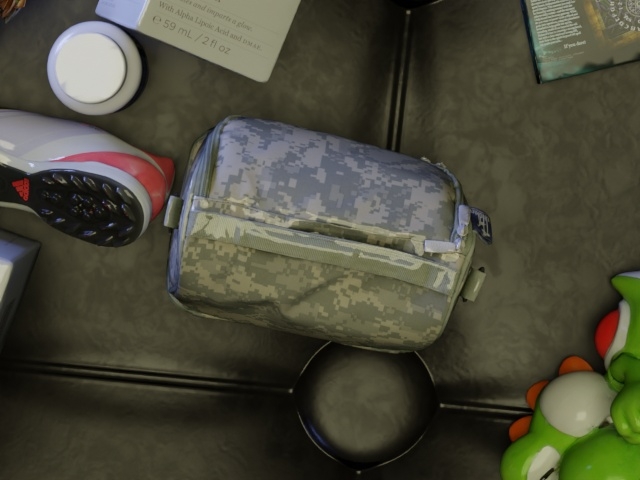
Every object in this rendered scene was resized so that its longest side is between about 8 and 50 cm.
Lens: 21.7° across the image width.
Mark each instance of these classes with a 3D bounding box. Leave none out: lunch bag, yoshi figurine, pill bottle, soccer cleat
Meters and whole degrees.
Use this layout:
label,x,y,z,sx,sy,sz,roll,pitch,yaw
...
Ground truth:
label,x,y,z,sx,sy,sz,roll,pitch,yaw
lunch bag,0.000,0.000,1.663,0.305,0.256,0.212,13,95,-4
yoshi figurine,0.355,0.167,1.729,0.203,0.203,0.362,44,95,-12
pill bottle,-0.224,-0.173,1.682,0.094,0.169,0.094,0,95,-3
soccer cleat,-0.305,-0.089,1.733,0.318,0.116,0.108,20,124,12

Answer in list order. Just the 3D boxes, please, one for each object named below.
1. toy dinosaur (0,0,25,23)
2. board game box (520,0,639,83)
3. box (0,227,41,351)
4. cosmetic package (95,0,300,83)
label,x,y,z,sx,sy,sz,roll,pitch,yaw
toy dinosaur,-0.444,-0.196,1.636,0.322,0.218,0.164,-46,62,3
board game box,0.308,-0.246,1.768,0.186,0.026,0.126,-12,95,-1
box,-0.480,0.027,1.667,0.345,0.215,0.168,21,94,-3
cosmetic package,-0.107,-0.275,1.667,0.151,0.151,0.183,20,95,-26
